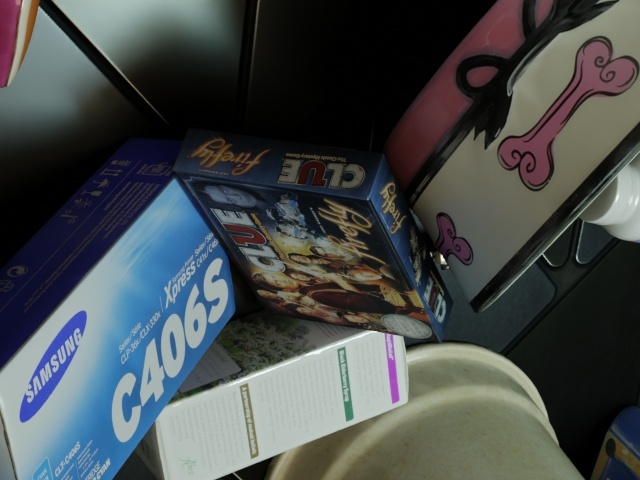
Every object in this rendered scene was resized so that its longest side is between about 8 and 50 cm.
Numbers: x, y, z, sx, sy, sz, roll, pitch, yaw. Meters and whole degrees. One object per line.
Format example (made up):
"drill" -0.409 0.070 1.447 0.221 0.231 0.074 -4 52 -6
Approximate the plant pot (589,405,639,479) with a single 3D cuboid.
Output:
"plant pot" 0.395 0.305 1.753 0.212 0.236 0.236 6 111 -24

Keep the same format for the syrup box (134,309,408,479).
"syrup box" -0.048 0.125 1.490 0.237 0.093 0.096 -19 121 -21

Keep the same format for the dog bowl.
"dog bowl" 0.212 -0.139 1.352 0.150 0.408 0.408 44 88 4

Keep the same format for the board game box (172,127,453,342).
"board game box" 0.000 0.000 1.370 0.243 0.165 0.042 60 45 -56

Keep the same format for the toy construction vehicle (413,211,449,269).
"toy construction vehicle" 0.123 -0.023 1.557 0.098 0.035 0.086 -17 110 -25

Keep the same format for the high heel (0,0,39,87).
"high heel" -0.259 -0.226 1.225 0.117 0.082 0.244 8 126 -3

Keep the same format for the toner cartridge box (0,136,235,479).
"toner cartridge box" -0.171 0.072 1.274 0.348 0.075 0.165 -55 143 -52

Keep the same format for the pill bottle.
"pill bottle" 0.319 -0.039 1.622 0.160 0.087 0.087 9 109 -32

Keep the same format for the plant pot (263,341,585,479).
"plant pot" 0.153 0.308 1.563 0.334 0.305 0.334 -13 119 -24
